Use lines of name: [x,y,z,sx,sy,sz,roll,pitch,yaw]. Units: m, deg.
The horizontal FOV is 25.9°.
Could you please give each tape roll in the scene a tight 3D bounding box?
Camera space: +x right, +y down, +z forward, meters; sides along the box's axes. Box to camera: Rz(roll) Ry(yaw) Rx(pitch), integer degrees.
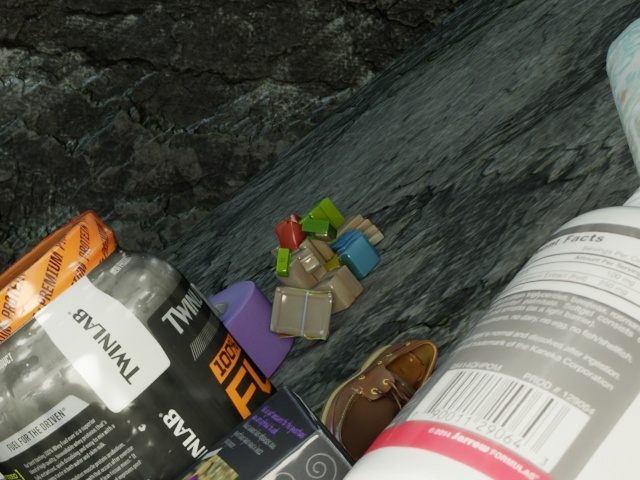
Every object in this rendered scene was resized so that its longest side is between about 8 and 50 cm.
tape roll: [-0.167,0.172,1.810,0.275,0.090,0.275,-38,10,8]

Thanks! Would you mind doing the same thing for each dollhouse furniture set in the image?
dollhouse furniture set: [-0.016,0.052,1.727,0.058,0.076,0.152,52,-136,-75]

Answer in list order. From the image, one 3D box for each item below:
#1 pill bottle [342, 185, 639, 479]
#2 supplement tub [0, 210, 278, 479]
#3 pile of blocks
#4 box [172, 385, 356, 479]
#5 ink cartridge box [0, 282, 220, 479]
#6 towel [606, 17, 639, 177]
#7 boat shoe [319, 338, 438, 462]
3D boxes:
pill bottle: [0.165,0.092,0.796,0.318,0.176,0.176,-45,12,-31]
supplement tub: [-0.136,0.155,1.099,0.207,0.338,0.207,-37,11,9]
pile of blocks: [0.000,0.000,1.909,0.149,0.113,0.362,-39,11,1]
box: [-0.066,0.253,0.925,0.270,0.165,0.143,-39,11,-4]
ink cartridge box: [-0.254,0.187,1.648,0.239,0.060,0.275,-35,14,24]
towel: [0.410,-0.162,1.075,0.374,0.090,0.320,-21,14,14]
boat shoe: [0.055,0.142,1.262,0.060,0.064,0.178,-33,9,38]
